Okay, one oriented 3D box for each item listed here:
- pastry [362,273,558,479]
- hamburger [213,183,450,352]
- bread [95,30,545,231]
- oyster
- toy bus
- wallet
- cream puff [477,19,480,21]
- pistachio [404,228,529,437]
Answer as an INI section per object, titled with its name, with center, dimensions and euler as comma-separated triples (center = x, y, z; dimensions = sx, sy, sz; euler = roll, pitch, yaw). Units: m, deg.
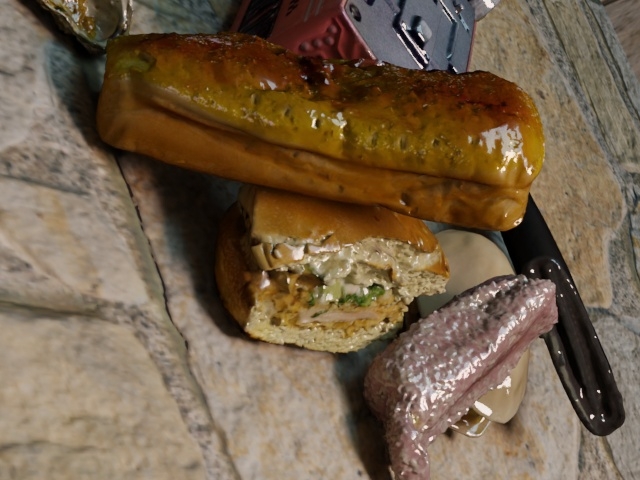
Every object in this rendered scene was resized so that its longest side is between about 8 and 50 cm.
[pastry]
center = 0.122, 0.121, 1.648
dimensions = 0.112, 0.103, 0.265
euler = 29, 54, 19
[hamburger]
center = 0.000, 0.000, 1.546
dimensions = 0.283, 0.144, 0.156
euler = 14, 45, -58
[bread]
center = 0.001, -0.113, 1.474
dimensions = 0.380, 0.109, 0.185
euler = 11, 29, -4
[oyster]
center = -0.217, -0.226, 1.454
dimensions = 0.177, 0.056, 0.105
euler = 44, 40, -36
[toy bus]
center = 0.037, -0.221, 1.773
dimensions = 0.203, 0.233, 0.427
euler = 53, 26, -22
[wallet]
center = 0.259, 0.048, 2.007
dimensions = 0.406, 0.062, 0.228
euler = -98, 163, -70
[cream puff]
center = 0.162, -0.474, 2.266
dimensions = 0.378, 0.275, 0.378
euler = 48, 27, -35
[pistachio]
center = 0.152, 0.093, 1.798
dimensions = 0.152, 0.126, 0.223
euler = 9, 61, -38
